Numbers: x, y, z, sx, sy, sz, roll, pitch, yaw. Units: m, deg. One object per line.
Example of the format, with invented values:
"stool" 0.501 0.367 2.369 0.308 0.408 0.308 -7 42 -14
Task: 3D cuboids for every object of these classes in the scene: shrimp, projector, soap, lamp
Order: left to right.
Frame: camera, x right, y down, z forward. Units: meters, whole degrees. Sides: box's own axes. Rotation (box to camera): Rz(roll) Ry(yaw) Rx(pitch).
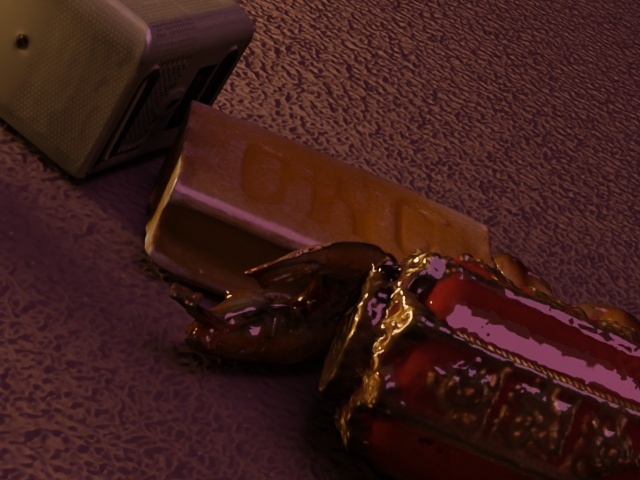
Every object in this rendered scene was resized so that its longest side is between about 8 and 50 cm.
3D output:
"projector" -0.204 -0.183 1.532 0.242 0.163 0.177 38 26 14
"shrimp" -0.024 0.039 1.345 0.187 0.132 0.052 -7 45 -34
"soap" 0.000 0.000 1.485 0.274 0.089 0.173 22 28 -11
"lamp" 0.135 0.117 1.311 0.274 0.177 0.177 25 26 -8

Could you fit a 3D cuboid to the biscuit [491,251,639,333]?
"biscuit" 0.207 0.096 1.557 0.164 0.047 0.208 23 26 -8
